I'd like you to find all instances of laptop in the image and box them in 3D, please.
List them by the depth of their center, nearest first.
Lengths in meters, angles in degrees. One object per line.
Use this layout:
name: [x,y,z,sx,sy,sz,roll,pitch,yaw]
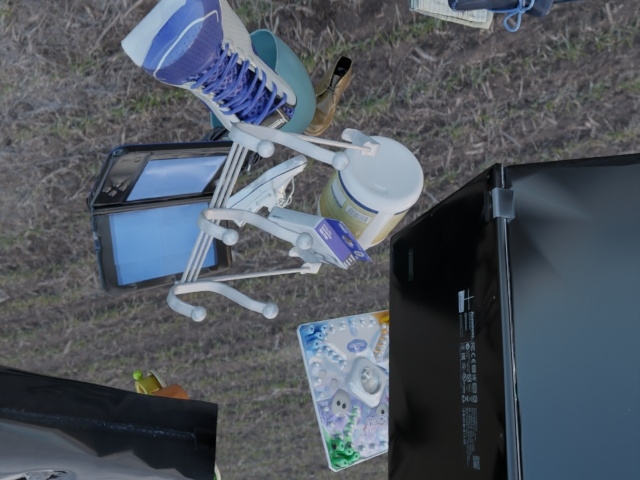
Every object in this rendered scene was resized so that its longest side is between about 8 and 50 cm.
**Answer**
laptop: [0.251,0.135,0.556,0.236,0.382,0.408,8,162,-15]

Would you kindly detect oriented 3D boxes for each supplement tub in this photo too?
supplement tub: [0.122,-0.115,1.541,0.228,0.228,0.316,9,152,-14]

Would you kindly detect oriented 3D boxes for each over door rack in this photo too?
over door rack: [-0.032,-0.029,0.732,0.324,0.108,0.239,-16,136,-60]

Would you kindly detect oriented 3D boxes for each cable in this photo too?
cable: [-0.200,-0.202,1.269,0.150,0.047,0.184,-22,155,7]

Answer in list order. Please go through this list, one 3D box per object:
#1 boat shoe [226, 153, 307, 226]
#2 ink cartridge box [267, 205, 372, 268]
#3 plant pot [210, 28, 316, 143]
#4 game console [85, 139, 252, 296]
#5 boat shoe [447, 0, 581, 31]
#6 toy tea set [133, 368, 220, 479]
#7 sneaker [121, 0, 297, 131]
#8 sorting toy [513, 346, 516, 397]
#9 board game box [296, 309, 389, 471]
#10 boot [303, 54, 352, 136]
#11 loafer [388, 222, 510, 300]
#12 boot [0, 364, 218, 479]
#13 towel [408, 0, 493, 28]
boat shoe: [-0.170,-0.152,1.935,0.367,0.136,0.156,-31,92,22]
ink cartridge box: [0.000,0.000,1.490,0.224,0.045,0.223,13,157,36]
plant pot: [-0.127,-0.368,1.448,0.195,0.290,0.290,19,133,-39]
game console: [-0.265,-0.047,1.052,0.293,0.173,0.250,-13,159,-44]
boat shoe: [0.312,-0.360,0.779,0.258,0.089,0.109,-10,179,14]
toy tea set: [-0.316,0.434,1.139,0.200,0.124,0.336,-11,103,54]
sneaker: [-0.112,-0.215,0.709,0.127,0.315,0.182,-43,99,9]
sorting toy: [0.275,0.193,0.766,0.193,0.038,0.208,-34,146,24]
board game box: [0.143,0.401,1.578,0.390,0.390,0.050,-3,162,-39]
boot: [0.017,-0.461,1.738,0.112,0.305,0.115,27,154,-2]
loafer: [0.305,0.057,1.103,0.130,0.134,0.366,24,138,-38]
boot: [-0.372,0.179,0.522,0.367,0.146,0.445,-14,152,37]
towel: [0.391,-0.778,1.551,0.324,0.056,0.312,-3,102,-31]
